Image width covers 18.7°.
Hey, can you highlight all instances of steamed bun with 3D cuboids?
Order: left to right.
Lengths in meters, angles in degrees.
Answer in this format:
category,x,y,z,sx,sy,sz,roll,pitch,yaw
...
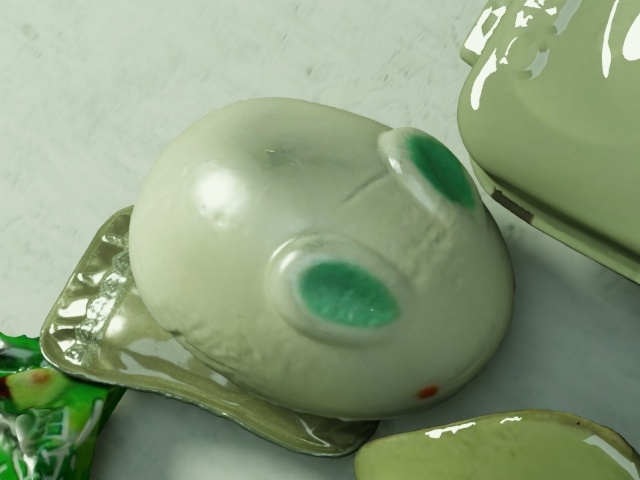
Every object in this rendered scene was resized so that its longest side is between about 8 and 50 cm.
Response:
category,x,y,z,sx,sy,sz,roll,pitch,yaw
steamed bun,0.000,0.000,1.086,0.228,0.131,0.177,30,59,25

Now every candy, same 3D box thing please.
category,x,y,z,sx,sy,sz,roll,pitch,yaw
candy,-0.184,0.148,1.148,0.141,0.078,0.203,-6,53,28

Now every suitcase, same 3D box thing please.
category,x,y,z,sx,sy,sz,roll,pitch,yaw
suitcase,0.279,-0.114,1.019,0.339,0.194,0.351,31,90,24

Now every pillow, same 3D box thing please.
category,x,y,z,sx,sy,sz,roll,pitch,yaw
pillow,-0.054,0.053,1.153,0.217,0.033,0.130,19,61,18

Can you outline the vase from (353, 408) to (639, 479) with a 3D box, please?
category,x,y,z,sx,sy,sz,roll,pitch,yaw
vase,0.018,0.234,1.019,0.329,0.241,0.302,11,65,44
